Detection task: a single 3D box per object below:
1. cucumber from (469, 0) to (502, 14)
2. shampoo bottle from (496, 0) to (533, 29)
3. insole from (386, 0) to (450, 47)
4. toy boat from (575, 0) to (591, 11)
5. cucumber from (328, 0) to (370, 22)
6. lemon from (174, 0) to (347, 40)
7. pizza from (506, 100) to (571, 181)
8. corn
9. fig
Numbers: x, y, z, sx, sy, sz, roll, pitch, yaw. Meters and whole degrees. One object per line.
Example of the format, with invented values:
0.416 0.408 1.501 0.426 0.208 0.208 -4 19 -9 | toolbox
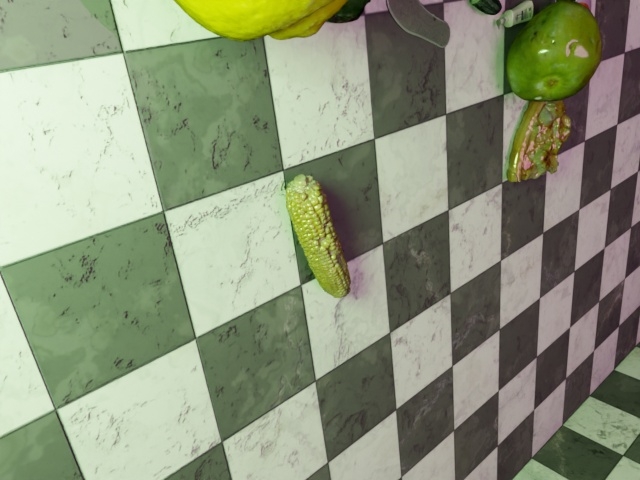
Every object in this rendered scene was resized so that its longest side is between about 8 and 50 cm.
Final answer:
0.396 -0.563 1.270 0.105 0.048 0.048 8 98 -45 | cucumber
0.492 -0.571 1.361 0.141 0.034 0.049 -30 129 -31 | shampoo bottle
0.217 -0.480 1.165 0.231 0.003 0.080 12 96 -43 | insole
0.748 -0.612 1.551 0.219 0.071 0.319 11 95 -45 | toy boat
0.029 -0.541 0.915 0.145 0.105 0.326 -27 123 -33 | cucumber
-0.083 -0.435 0.697 0.347 0.347 0.349 -15 113 -38 | lemon
0.653 -0.292 1.562 0.223 0.089 0.324 25 87 -40 | pizza
0.000 0.000 1.071 0.086 0.086 0.288 -39 127 -26 | corn
0.591 -0.518 1.367 0.232 0.233 0.315 7 81 -43 | fig
